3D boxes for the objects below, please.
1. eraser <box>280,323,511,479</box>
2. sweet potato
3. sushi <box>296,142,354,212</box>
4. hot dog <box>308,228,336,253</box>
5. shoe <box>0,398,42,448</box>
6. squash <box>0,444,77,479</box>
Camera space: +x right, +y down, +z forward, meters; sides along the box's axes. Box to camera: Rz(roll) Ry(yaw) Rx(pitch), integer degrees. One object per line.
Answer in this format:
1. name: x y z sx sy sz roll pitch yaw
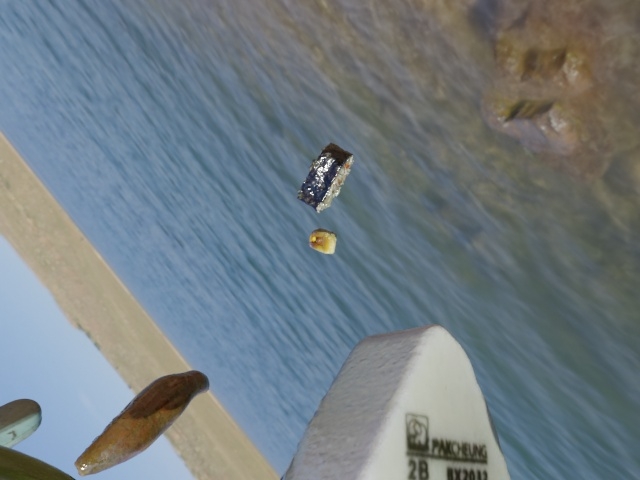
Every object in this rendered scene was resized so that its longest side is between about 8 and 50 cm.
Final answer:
1. eraser: 0.086 0.298 0.802 0.150 0.331 0.331 -18 112 47
2. sweet potato: -0.208 0.218 0.858 0.058 0.255 0.078 27 113 16
3. sushi: 0.014 -0.139 1.474 0.078 0.150 0.090 33 -167 11
4. hot dog: 0.000 0.000 0.946 0.090 0.034 0.030 -149 67 -80
5. shoe: -0.432 0.273 0.818 0.079 0.195 0.078 11 121 40
6. squash: -0.298 0.216 0.563 0.341 0.095 0.094 24 178 -28
